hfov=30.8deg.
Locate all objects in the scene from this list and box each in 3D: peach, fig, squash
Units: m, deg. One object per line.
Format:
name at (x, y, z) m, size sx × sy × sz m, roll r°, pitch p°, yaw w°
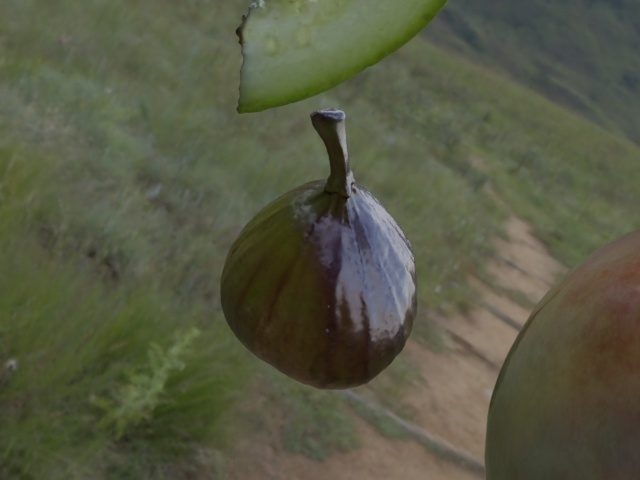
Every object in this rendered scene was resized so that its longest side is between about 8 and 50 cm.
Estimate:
peach at (0.224, 0.097, 0.558) m, size 0.292 × 0.292 × 0.247 m, roll 23°, pitch 52°, yaw -20°
fig at (0.000, 0.000, 1.169) m, size 0.217 × 0.320 × 0.217 m, roll 0°, pitch 49°, yaw -1°
squash at (0.029, -0.228, 0.762) m, size 0.204 × 0.237 × 0.155 m, roll -7°, pitch 52°, yaw -22°
